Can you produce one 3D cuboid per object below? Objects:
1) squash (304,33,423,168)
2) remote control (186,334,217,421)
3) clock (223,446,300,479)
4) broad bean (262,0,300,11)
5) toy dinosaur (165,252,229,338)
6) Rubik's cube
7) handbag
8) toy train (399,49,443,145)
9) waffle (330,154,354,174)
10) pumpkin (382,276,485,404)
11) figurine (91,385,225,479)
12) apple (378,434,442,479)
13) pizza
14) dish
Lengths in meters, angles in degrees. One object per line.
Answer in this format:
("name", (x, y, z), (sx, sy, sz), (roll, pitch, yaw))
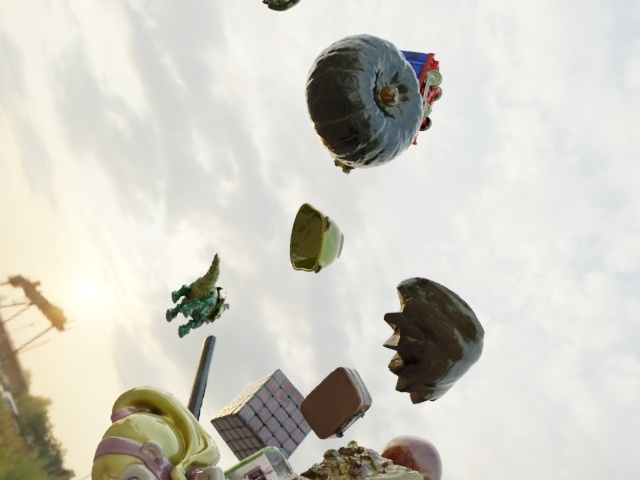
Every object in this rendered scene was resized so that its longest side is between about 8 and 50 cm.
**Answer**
("squash", (0.083, -0.265, 1.129), (0.165, 0.252, 0.252), (-13, -81, 40))
("remote control", (-0.377, 0.474, 1.799), (0.107, 0.044, 0.377), (117, -16, -48))
("clock", (-0.094, 0.455, 0.818), (0.309, 0.235, 0.166), (23, -44, 65))
("broad bean", (-0.061, -0.673, 1.589), (0.061, 0.195, 0.046), (48, 20, -48))
("toy dinosaur", (-0.281, 0.130, 1.393), (0.094, 0.153, 0.259), (43, -38, 25))
("Rubik's cube", (-0.189, 0.615, 2.007), (0.238, 0.237, 0.237), (53, -40, -1))
("handbag", (0.045, 0.456, 1.633), (0.193, 0.072, 0.151), (-44, -124, 17))
("toy train", (0.203, -0.327, 1.336), (0.131, 0.203, 0.082), (14, -20, 17))
("waffle", (0.114, -0.241, 1.469), (0.046, 0.161, 0.192), (-97, -151, -48))
("pumpkin", (0.212, 0.204, 1.089), (0.149, 0.130, 0.253), (-7, -73, 49))
("figurine", (-0.078, 0.173, 0.405), (0.188, 0.083, 0.083), (27, -44, 14))
("apple", (0.253, 0.658, 1.708), (0.162, 0.201, 0.201), (-134, -148, -65))
("pizza", (0.082, 0.610, 1.495), (0.268, 0.258, 0.087), (4, -76, 49))
("dish", (0.000, 0.000, 1.852), (0.262, 0.108, 0.221), (22, -76, 64))
